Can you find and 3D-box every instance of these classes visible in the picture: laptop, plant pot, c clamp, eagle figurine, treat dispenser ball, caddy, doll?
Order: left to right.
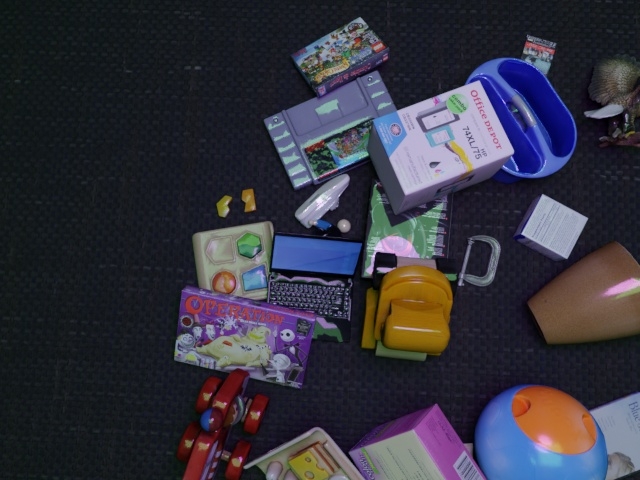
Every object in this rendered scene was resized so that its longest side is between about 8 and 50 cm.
[{"bbox_3d":[-0.019,0.125,1.372,0.234,0.136,0.264,5,82,-6],"label":"laptop"},{"bbox_3d":[0.000,0.000,1.447,0.189,0.046,0.129,-32,102,-6],"label":"doll"},{"bbox_3d":[0.413,0.055,1.444,0.137,0.022,0.160,21,83,5],"label":"c clamp"},{"bbox_3d":[0.514,-0.315,1.418,0.241,0.179,0.341,-30,82,-4],"label":"caddy"},{"bbox_3d":[0.508,0.484,1.244,0.288,0.288,0.288,0,82,2],"label":"treat dispenser ball"},{"bbox_3d":[0.663,0.159,1.339,0.254,0.237,0.237,-25,81,13],"label":"plant pot"},{"bbox_3d":[0.838,-0.393,1.423,0.226,0.225,0.298,17,93,14],"label":"eagle figurine"}]

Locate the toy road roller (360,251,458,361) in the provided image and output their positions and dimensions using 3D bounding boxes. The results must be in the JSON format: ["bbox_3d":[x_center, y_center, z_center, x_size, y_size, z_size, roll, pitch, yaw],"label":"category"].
[{"bbox_3d":[0.207,0.197,1.260,0.202,0.240,0.329,6,126,3],"label":"toy road roller"}]

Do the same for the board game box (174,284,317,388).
[{"bbox_3d":[-0.197,0.250,1.379,0.347,0.056,0.208,11,103,3],"label":"board game box"}]

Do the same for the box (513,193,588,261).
[{"bbox_3d":[0.612,-0.032,1.426,0.137,0.072,0.126,30,84,5],"label":"box"}]

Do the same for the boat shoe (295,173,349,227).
[{"bbox_3d":[0.016,-0.106,1.463,0.184,0.066,0.063,-44,116,-10],"label":"boat shoe"}]

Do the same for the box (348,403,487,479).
[{"bbox_3d":[0.226,0.537,1.262,0.117,0.243,0.213,-25,78,-47],"label":"box"}]

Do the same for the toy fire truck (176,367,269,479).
[{"bbox_3d":[-0.248,0.466,1.279,0.169,0.254,0.302,20,86,4],"label":"toy fire truck"}]

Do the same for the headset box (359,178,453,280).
[{"bbox_3d":[0.223,0.000,1.412,0.218,0.110,0.293,6,82,2],"label":"headset box"}]

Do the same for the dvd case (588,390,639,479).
[{"bbox_3d":[0.745,0.516,1.366,0.253,0.022,0.180,-21,81,-2],"label":"dvd case"}]

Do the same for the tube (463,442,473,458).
[{"bbox_3d":[0.353,0.640,1.345,0.070,0.062,0.240,8,72,-41],"label":"tube"}]

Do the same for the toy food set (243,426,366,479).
[{"bbox_3d":[-0.013,0.609,1.274,0.220,0.092,0.306,-36,96,22],"label":"toy food set"}]

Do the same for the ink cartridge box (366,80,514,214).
[{"bbox_3d":[0.278,-0.217,1.291,0.270,0.197,0.198,-22,80,-3],"label":"ink cartridge box"}]

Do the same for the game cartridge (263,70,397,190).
[{"bbox_3d":[0.047,-0.304,1.491,0.355,0.068,0.230,-24,77,-2],"label":"game cartridge"}]

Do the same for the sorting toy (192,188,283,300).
[{"bbox_3d":[-0.236,0.018,1.457,0.229,0.041,0.307,-10,81,0],"label":"sorting toy"}]

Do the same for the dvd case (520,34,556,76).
[{"bbox_3d":[0.619,-0.522,1.529,0.087,0.013,0.119,18,81,4],"label":"dvd case"}]

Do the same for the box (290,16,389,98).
[{"bbox_3d":[0.054,-0.516,1.500,0.233,0.044,0.159,-30,60,-4],"label":"box"}]
